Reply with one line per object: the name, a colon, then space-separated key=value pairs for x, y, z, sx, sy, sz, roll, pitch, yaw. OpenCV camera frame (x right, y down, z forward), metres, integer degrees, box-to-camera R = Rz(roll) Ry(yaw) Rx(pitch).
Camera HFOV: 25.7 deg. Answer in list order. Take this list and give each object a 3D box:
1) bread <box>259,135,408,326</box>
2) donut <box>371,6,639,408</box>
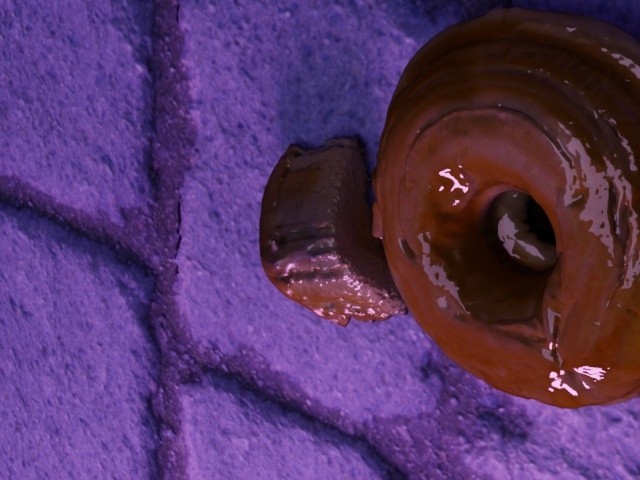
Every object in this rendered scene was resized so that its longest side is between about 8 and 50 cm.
bread: x=-0.003 y=0.008 z=1.757 sx=0.174 sy=0.133 sz=0.251 roll=-6 pitch=105 yaw=41
donut: x=0.235 y=-0.029 z=1.489 sx=0.449 sy=0.198 sz=0.449 roll=21 pitch=123 yaw=36
